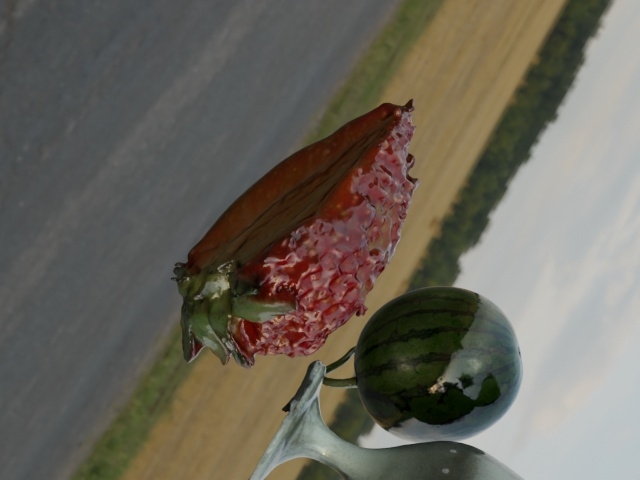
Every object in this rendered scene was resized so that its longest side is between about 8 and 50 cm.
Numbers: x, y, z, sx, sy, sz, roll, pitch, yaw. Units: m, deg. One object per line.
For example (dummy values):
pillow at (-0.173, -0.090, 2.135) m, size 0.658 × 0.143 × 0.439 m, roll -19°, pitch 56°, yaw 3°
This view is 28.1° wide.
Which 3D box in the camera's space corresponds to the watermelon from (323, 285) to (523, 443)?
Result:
watermelon at (0.085, 0.115, 1.130) m, size 0.187 × 0.140 × 0.140 m, roll -15°, pitch -168°, yaw 18°

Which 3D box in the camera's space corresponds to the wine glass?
wine glass at (0.070, 0.203, 1.020) m, size 0.126 × 0.241 × 0.126 m, roll -58°, pitch 174°, yaw -9°

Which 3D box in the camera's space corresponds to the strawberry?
strawberry at (-0.006, -0.002, 0.964) m, size 0.174 × 0.098 × 0.228 m, roll -12°, pitch -147°, yaw 48°
